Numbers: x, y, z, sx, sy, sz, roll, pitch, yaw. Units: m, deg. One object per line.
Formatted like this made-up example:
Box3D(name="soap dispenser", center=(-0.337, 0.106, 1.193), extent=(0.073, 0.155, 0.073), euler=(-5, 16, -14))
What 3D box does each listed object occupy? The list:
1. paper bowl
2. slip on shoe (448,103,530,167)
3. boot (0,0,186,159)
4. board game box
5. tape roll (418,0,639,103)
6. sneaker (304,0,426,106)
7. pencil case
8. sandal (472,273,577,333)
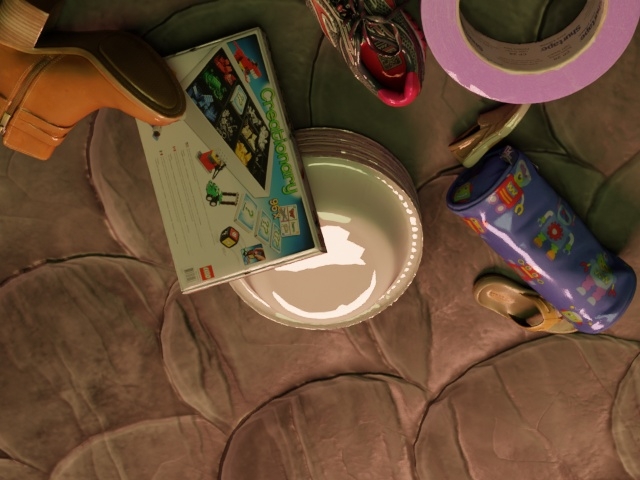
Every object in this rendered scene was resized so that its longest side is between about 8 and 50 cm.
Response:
Box3D(name="paper bowl", center=(0.000, 0.000, 1.989), extent=(0.284, 0.148, 0.284), euler=(-1, 122, -1))
Box3D(name="slip on shoe", center=(0.229, -0.156, 1.953), extent=(0.041, 0.051, 0.135), euler=(40, 120, -9))
Box3D(name="boot", center=(-0.325, -0.178, 1.872), extent=(0.283, 0.109, 0.220), euler=(31, 125, 0))
Box3D(name="board game box", center=(-0.124, -0.102, 1.880), extent=(0.193, 0.053, 0.305), euler=(-16, 84, 10))
Box3D(name="tape roll", center=(0.261, -0.314, 1.828), extent=(0.275, 0.090, 0.274), euler=(0, 123, 0))
Box3D(name="sneaker", center=(0.045, -0.302, 1.820), extent=(0.121, 0.112, 0.299), euler=(-31, 116, 19))
Box3D(name="pencil case", center=(0.310, -0.006, 2.005), extent=(0.306, 0.133, 0.119), euler=(43, 158, -22))
Box3D(name="sandal", center=(0.307, 0.100, 2.109), extent=(0.180, 0.049, 0.072), euler=(17, 120, -11))
